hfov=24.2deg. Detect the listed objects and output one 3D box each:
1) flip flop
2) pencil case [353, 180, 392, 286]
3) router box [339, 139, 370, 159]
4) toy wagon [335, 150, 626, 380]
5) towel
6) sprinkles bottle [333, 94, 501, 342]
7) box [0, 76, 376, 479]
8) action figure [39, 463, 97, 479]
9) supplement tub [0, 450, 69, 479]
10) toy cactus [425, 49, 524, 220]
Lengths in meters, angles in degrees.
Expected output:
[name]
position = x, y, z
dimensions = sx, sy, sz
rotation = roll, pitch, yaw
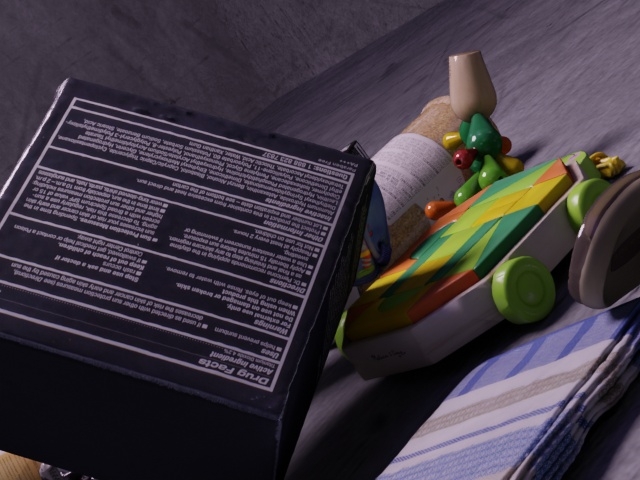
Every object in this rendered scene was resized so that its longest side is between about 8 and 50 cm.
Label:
[flip flop]
position = 0.285, -0.032, 1.101
dimensions = 0.080, 0.112, 0.277
rotation = 22, 43, 37
[pencil case]
position = -0.074, 0.025, 1.500
dimensions = 0.306, 0.133, 0.119
rotation = -22, -11, 14
[router box]
position = -0.016, -0.080, 2.417
dimensions = 0.179, 0.046, 0.133
rotation = -31, 12, 31
[toy wagon]
position = 0.162, 0.005, 1.395
dimensions = 0.344, 0.068, 0.267
rotation = -44, 13, -32
[towel]
position = 0.112, 0.149, 1.029
dimensions = 0.209, 0.034, 0.285
rotation = -29, 11, 48
[sprinkles bottle]
position = 0.070, -0.027, 1.690
dimensions = 0.355, 0.121, 0.121
rotation = -44, 13, -35
[box]
position = -0.138, 0.049, 1.284
dimensions = 0.183, 0.296, 0.294
rotation = 98, -170, -48
[action figure]
position = -0.214, 0.207, 1.555
dimensions = 0.275, 0.141, 0.164
rotation = -40, 22, -24
[supplement tub]
position = -0.345, 0.263, 1.675
dimensions = 0.199, 0.144, 0.144
rotation = -28, 10, -4
[toy cactus]
position = 0.161, -0.109, 1.592
dimensions = 0.112, 0.180, 0.219
rotation = -9, 11, 14
